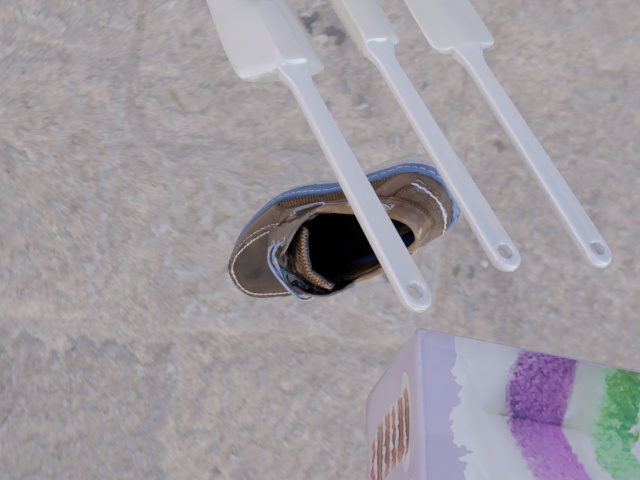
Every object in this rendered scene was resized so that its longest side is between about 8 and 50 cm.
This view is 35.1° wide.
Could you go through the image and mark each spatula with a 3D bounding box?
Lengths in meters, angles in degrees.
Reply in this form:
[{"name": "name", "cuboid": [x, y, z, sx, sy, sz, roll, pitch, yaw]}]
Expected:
[{"name": "spatula", "cuboid": [0.048, -0.071, 0.564, 0.168, 0.019, 0.242, -12, 63, -29]}]

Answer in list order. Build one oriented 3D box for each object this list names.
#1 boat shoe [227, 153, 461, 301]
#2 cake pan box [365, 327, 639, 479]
[{"name": "boat shoe", "cuboid": [0.000, 0.000, 0.620, 0.066, 0.183, 0.066, 55, 41, -11]}, {"name": "cake pan box", "cuboid": [0.136, 0.174, 0.345, 0.246, 0.070, 0.266, 12, 51, -9]}]
